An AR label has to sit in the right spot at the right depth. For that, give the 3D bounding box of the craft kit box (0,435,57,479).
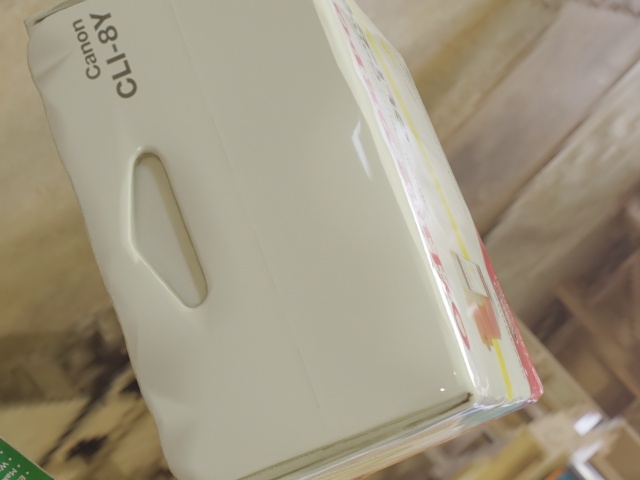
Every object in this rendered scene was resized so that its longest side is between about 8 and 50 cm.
[{"bbox_3d":[-0.162,0.261,0.836,0.250,0.246,0.061,-48,158,-23],"label":"craft kit box"}]

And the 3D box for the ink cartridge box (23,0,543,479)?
[{"bbox_3d":[0.000,0.000,0.994,0.160,0.279,0.384,-23,171,10],"label":"ink cartridge box"}]
